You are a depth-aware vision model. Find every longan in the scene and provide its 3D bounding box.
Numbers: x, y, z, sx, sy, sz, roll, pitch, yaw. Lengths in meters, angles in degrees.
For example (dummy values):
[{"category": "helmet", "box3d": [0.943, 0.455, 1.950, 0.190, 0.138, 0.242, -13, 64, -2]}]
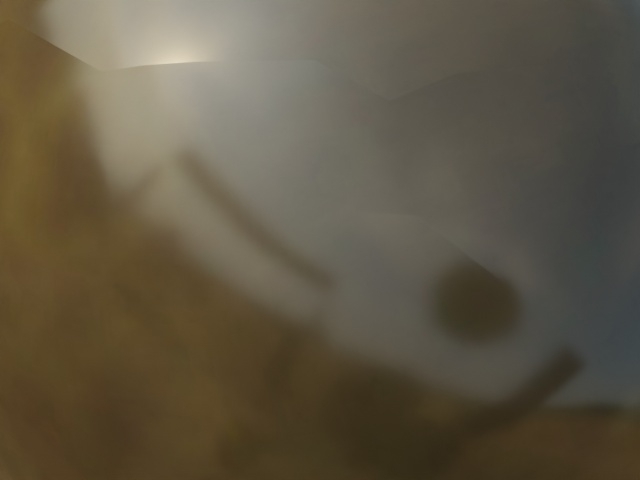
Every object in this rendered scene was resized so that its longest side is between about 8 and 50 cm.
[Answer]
[{"category": "longan", "box3d": [0.000, 0.000, 0.572, 0.404, 0.404, 0.336, 39, 49, 13]}]
